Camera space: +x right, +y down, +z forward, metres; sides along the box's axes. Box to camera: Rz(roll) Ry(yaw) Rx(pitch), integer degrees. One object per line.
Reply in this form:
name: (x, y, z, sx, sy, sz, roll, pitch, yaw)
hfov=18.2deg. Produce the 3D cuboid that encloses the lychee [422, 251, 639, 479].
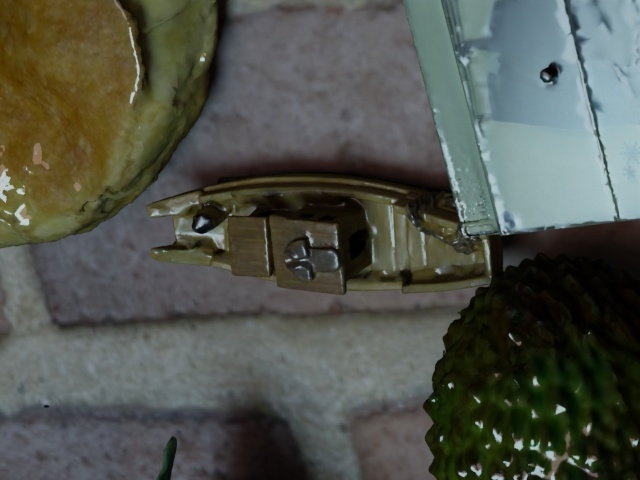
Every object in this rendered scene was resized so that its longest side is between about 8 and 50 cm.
lychee: (0.125, 0.090, 0.997, 0.171, 0.171, 0.171, 10, 114, 24)

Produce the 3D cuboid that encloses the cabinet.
cabinet: (0.161, -0.099, 0.901, 0.206, 0.150, 0.145, -8, 106, 31)

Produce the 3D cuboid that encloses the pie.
pie: (-0.202, -0.148, 1.117, 0.339, 0.083, 0.339, 9, 113, 22)

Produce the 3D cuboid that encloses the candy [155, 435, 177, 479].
candy: (0.068, 0.291, 1.126, 0.398, 0.172, 0.263, 17, 129, -1)

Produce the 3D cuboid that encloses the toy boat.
toy boat: (0.000, 0.000, 1.074, 0.206, 0.072, 0.064, 3, 109, 26)
